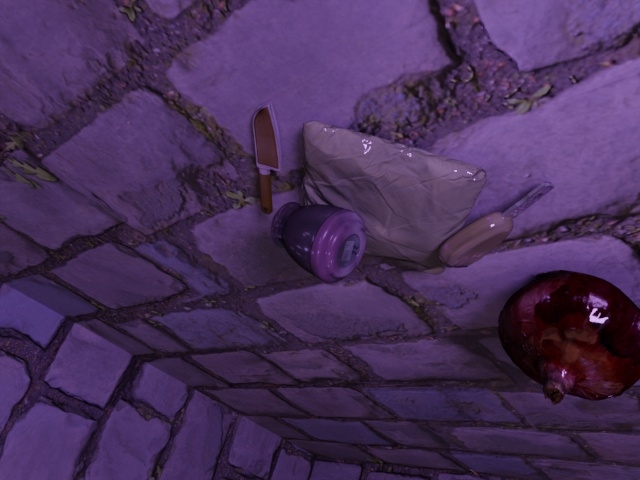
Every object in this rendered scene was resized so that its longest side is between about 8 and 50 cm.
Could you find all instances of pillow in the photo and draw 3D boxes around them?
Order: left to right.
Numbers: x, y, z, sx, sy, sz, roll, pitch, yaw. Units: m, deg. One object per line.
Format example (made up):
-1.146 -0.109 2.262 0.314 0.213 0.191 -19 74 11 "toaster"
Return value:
0.095 -0.051 0.867 0.275 0.076 0.280 17 148 7 "pillow"

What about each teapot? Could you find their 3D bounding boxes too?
0.001 -0.009 0.860 0.146 0.148 0.116 24 111 36 "teapot"

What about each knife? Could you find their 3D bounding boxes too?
-0.084 -0.129 0.891 0.046 0.022 0.256 20 144 12 "knife"

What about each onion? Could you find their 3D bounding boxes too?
0.423 0.175 0.909 0.252 0.219 0.252 19 144 15 "onion"

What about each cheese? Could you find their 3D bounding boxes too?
0.267 -0.024 0.812 0.097 0.037 0.192 3 143 -46 "cheese"
